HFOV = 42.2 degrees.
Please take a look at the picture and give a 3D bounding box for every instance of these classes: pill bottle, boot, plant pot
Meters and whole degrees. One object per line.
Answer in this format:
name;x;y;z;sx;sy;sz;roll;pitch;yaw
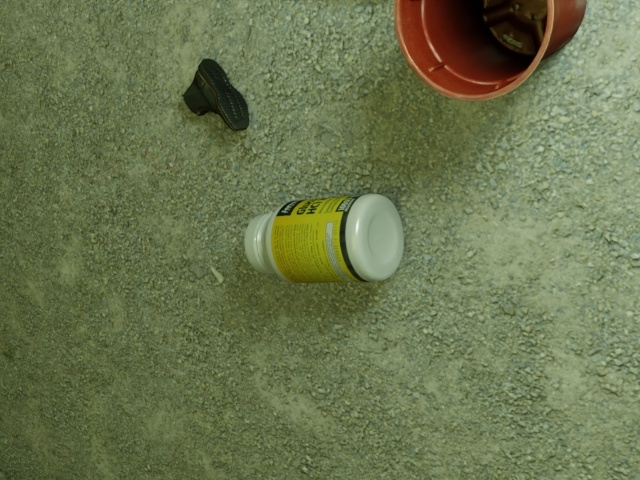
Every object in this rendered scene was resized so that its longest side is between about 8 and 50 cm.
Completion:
pill bottle;0.000;0.000;1.827;0.334;0.188;0.188;-3;105;38
boot;-0.251;-0.314;1.979;0.137;0.077;0.198;-44;66;44
plant pot;0.305;-0.390;1.391;0.272;0.265;0.272;14;115;32
